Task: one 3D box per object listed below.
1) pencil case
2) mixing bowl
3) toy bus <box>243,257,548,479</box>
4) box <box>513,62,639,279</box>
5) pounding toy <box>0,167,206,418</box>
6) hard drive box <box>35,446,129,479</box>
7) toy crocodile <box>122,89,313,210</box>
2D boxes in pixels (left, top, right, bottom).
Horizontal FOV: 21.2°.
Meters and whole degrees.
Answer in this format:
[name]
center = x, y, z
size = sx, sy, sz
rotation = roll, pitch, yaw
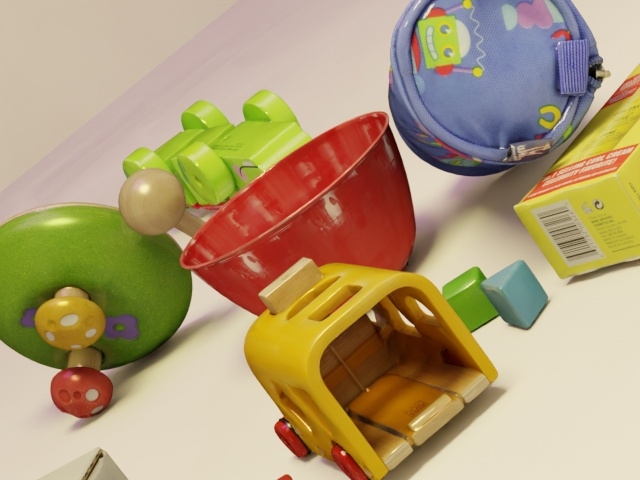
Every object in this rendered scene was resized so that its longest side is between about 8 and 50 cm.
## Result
[pencil case]
center = 0.111, -0.105, 1.132
size = 0.133, 0.119, 0.306
rotation = 8, 1, 2
[mixing bowl]
center = 0.000, 0.000, 1.220
size = 0.181, 0.098, 0.181
rotation = -34, 13, 9
[toy bus]
center = 0.011, 0.062, 0.978
size = 0.202, 0.104, 0.191
rotation = -28, 16, 29
[box]
center = 0.213, -0.072, 1.028
size = 0.087, 0.058, 0.232
rotation = -18, 23, 51
[pounding toy]
center = -0.173, 0.059, 1.374
size = 0.237, 0.183, 0.110
rotation = -26, 42, 23
[hard drive box]
center = -0.068, 0.198, 0.455
size = 0.181, 0.232, 0.089
rotation = -31, 15, 23
[toy crocodile]
center = -0.101, -0.076, 1.745
size = 0.115, 0.105, 0.340
rotation = -42, 20, -23
